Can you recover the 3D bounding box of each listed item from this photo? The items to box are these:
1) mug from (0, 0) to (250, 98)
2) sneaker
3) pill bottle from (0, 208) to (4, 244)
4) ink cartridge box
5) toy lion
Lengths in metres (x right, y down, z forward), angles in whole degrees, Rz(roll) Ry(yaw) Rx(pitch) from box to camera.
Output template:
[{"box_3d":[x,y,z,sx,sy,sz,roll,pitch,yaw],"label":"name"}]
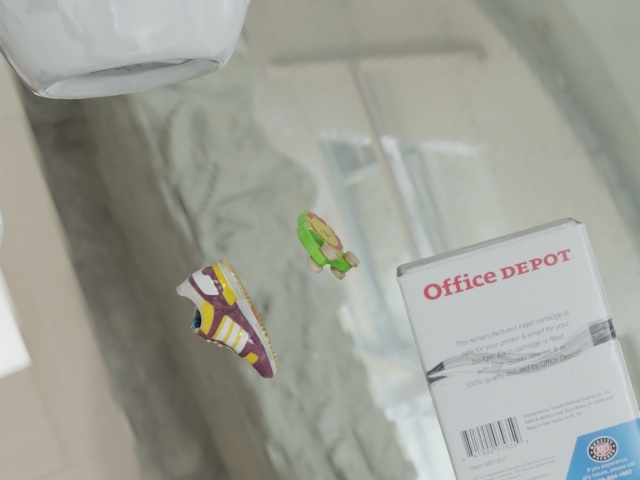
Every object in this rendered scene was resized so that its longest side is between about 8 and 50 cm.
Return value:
[{"box_3d":[-0.187,-0.293,1.578,0.374,0.276,0.328,118,-37,-86],"label":"mug"},{"box_3d":[-0.119,0.111,2.329,0.069,0.084,0.185,-116,-179,-63],"label":"sneaker"},{"box_3d":[-0.453,-0.040,2.127,0.264,0.146,0.146,-124,-160,-57],"label":"pill bottle"},{"box_3d":[0.234,0.148,2.109,0.129,0.223,0.307,-73,147,-86],"label":"ink cartridge box"},{"box_3d":[0.000,0.000,2.237,0.096,0.034,0.100,55,17,23],"label":"toy lion"}]
